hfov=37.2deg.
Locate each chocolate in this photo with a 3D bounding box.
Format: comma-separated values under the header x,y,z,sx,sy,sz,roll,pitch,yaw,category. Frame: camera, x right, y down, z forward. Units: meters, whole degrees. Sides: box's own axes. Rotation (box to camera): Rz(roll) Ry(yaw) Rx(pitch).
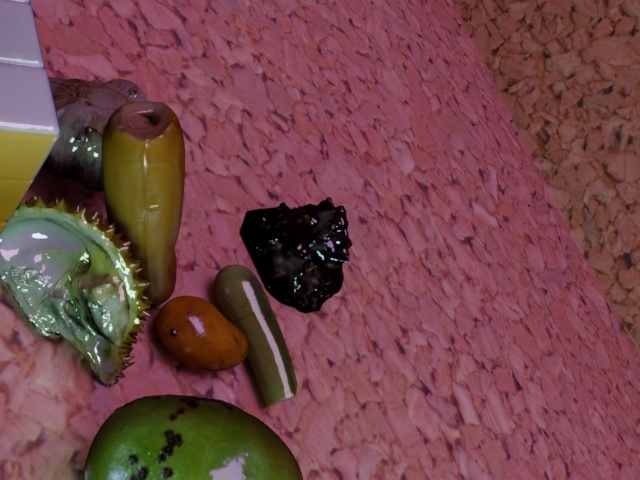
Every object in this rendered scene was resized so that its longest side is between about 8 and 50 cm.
x,y,z,sx,sy,sz,roll,pitch,yaw,category
0.000,0.000,1.771,0.206,0.177,0.224,-6,67,-54,chocolate

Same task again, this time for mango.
x,y,z,sx,sy,sz,roll,pitch,yaw,category
-0.183,0.151,1.480,0.165,0.089,0.115,43,25,-26,mango

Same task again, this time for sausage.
x,y,z,sx,sy,sz,roll,pitch,yaw,category
-0.255,-0.035,1.392,0.116,0.354,0.134,-6,43,-15,sausage

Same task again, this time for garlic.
x,y,z,sx,sy,sz,roll,pitch,yaw,category
-0.350,-0.159,1.483,0.245,0.160,0.245,17,31,-11,garlic

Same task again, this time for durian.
x,y,z,sx,sy,sz,roll,pitch,yaw,category
-0.337,0.056,1.312,0.166,0.172,0.306,-43,106,-33,durian

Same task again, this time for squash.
x,y,z,sx,sy,sz,roll,pitch,yaw,category
-0.107,0.154,1.585,0.083,0.083,0.250,-8,70,-55,squash

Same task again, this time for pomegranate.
x,y,z,sx,sy,sz,roll,pitch,yaw,category
-0.176,0.338,1.152,0.291,0.291,0.323,50,42,-8,pomegranate

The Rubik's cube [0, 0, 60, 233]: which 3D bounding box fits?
x,y,z,sx,sy,sz,roll,pitch,yaw,category
-0.507,-0.168,1.110,0.291,0.291,0.290,1,60,-38,Rubik's cube
